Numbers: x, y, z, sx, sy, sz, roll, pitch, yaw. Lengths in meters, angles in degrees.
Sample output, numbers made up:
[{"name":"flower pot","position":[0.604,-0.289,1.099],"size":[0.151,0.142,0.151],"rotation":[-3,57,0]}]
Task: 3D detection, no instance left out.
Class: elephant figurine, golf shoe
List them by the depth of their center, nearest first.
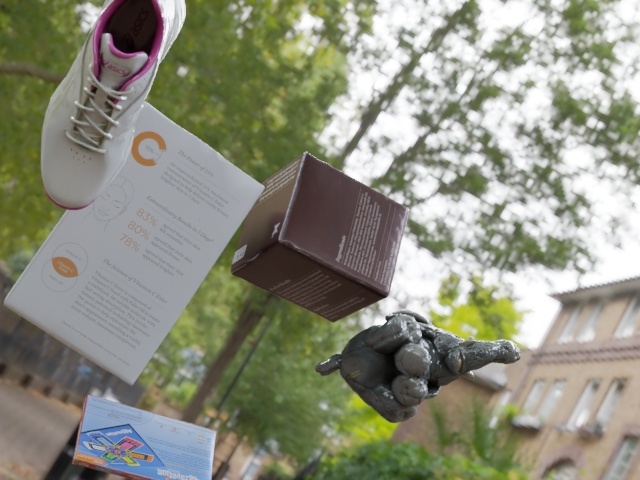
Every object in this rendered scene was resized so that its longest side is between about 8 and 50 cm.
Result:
[{"name":"golf shoe","position":[-0.257,-0.178,1.325],"size":[0.115,0.306,0.140],"rotation":[21,5,-8]},{"name":"elephant figurine","position":[0.155,0.184,1.735],"size":[0.186,0.169,0.239],"rotation":[47,31,21]}]

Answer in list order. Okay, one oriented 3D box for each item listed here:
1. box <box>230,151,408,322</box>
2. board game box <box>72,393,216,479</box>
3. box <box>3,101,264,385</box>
[{"name":"box","position":[0.000,0.000,1.762],"size":[0.203,0.167,0.168],"rotation":[28,-30,-22]},{"name":"board game box","position":[-0.346,0.411,2.247],"size":[0.281,0.145,0.027],"rotation":[20,-42,-21]},{"name":"box","position":[-0.275,0.007,1.646],"size":[0.215,0.345,0.168],"rotation":[35,-11,-11]}]
